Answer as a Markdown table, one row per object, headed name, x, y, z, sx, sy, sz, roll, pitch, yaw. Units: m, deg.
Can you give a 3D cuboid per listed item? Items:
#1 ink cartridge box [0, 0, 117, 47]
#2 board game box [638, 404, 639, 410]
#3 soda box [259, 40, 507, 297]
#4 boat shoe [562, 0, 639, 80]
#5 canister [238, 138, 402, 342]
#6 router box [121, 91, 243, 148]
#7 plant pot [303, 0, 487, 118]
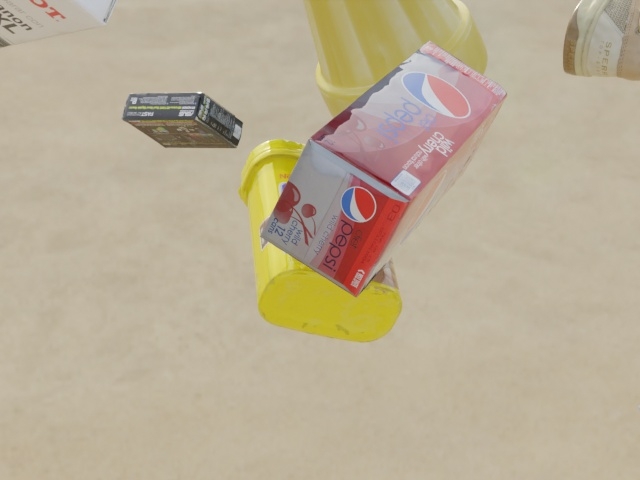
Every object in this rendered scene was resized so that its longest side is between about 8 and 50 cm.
| name | x | y | z | sx | sy | sz | roll | pitch | yaw |
| --- | --- | --- | --- | --- | --- | --- | --- | --- | --- |
| ink cartridge box | -0.247 | -0.201 | 0.795 | 0.237 | 0.172 | 0.100 | -3 | 61 | 41 |
| board game box | 0.465 | 0.135 | 0.980 | 0.319 | 0.318 | 0.066 | 48 | 19 | 25 |
| soda box | 0.056 | -0.061 | 0.975 | 0.083 | 0.092 | 0.263 | 32 | 31 | 8 |
| boat shoe | 0.407 | -0.306 | 1.581 | 0.110 | 0.122 | 0.341 | 18 | 56 | 26 |
| canister | 0.000 | 0.000 | 1.104 | 0.126 | 0.073 | 0.170 | 13 | 38 | -18 |
| router box | -0.172 | -0.150 | 1.627 | 0.122 | 0.038 | 0.092 | 3 | -17 | 33 |
| plant pot | 0.086 | -0.318 | 1.896 | 0.254 | 0.239 | 0.254 | -21 | 33 | 15 |
